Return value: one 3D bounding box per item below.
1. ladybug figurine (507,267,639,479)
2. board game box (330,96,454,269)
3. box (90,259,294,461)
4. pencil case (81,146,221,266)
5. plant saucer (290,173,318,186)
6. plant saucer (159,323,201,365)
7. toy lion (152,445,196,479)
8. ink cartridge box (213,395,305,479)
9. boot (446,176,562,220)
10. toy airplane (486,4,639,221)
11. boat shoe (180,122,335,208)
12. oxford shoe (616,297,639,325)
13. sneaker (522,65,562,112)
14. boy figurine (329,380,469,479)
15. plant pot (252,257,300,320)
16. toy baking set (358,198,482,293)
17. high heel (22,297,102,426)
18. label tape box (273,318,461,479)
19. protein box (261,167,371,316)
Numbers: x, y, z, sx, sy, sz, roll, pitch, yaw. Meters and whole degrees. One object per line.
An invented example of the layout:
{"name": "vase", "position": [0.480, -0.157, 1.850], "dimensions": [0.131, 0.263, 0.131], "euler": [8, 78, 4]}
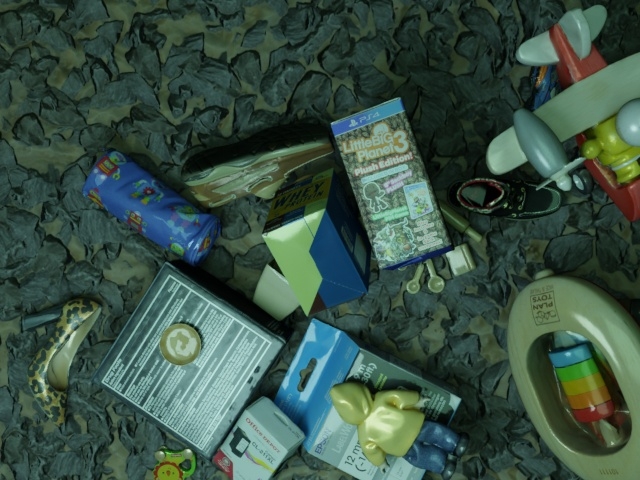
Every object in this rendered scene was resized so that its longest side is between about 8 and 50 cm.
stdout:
{"name": "ladybug figurine", "position": [0.535, 0.260, 1.587], "dimensions": [0.305, 0.162, 0.449], "euler": [-19, 90, 48]}
{"name": "board game box", "position": [0.148, -0.099, 1.582], "dimensions": [0.141, 0.232, 0.291], "euler": [-19, 84, 9]}
{"name": "box", "position": [-0.258, 0.237, 1.681], "dimensions": [0.294, 0.183, 0.296], "euler": [34, 94, 2]}
{"name": "pencil case", "position": [-0.351, -0.071, 1.701], "dimensions": [0.306, 0.133, 0.119], "euler": [33, 138, 7]}
{"name": "plant saucer", "position": [-0.031, -0.113, 1.696], "dimensions": [0.083, 0.083, 0.013], "euler": [-30, 64, 6]}
{"name": "plant saucer", "position": [-0.274, 0.204, 1.584], "dimensions": [0.083, 0.015, 0.083], "euler": [0, 92, 6]}
{"name": "toy lion", "position": [-0.322, 0.501, 1.779], "dimensions": [0.100, 0.034, 0.096], "euler": [-6, 99, 5]}
{"name": "ink cartridge box", "position": [-0.130, 0.435, 1.691], "dimensions": [0.127, 0.072, 0.175], "euler": [41, 122, 17]}
{"name": "boot", "position": [0.374, -0.083, 1.607], "dimensions": [0.236, 0.178, 0.085], "euler": [5, 93, 6]}
{"name": "toy airplane", "position": [0.535, -0.252, 1.488], "dimensions": [0.384, 0.272, 0.386], "euler": [17, 100, -15]}
{"name": "boat shoe", "position": [-0.125, -0.153, 1.693], "dimensions": [0.324, 0.123, 0.120], "euler": [-14, 122, 8]}
{"name": "oxford shoe", "position": [0.623, 0.228, 1.662], "dimensions": [0.096, 0.083, 0.227], "euler": [0, 97, 31]}
{"name": "sneaker", "position": [0.464, -0.277, 1.641], "dimensions": [0.087, 0.083, 0.221], "euler": [11, 98, -4]}
{"name": "boy figurine", "position": [0.141, 0.370, 1.587], "dimensions": [0.285, 0.092, 0.177], "euler": [25, 95, 4]}
{"name": "plant pot", "position": [-0.081, 0.104, 1.701], "dimensions": [0.109, 0.109, 0.096], "euler": [36, 108, 2]}
{"name": "toy baking set", "position": [0.209, -0.001, 1.702], "dimensions": [0.256, 0.030, 0.197], "euler": [42, 96, 2]}
{"name": "high heel", "position": [-0.538, 0.260, 1.750], "dimensions": [0.186, 0.093, 0.261], "euler": [-17, 82, 12]}
{"name": "label tape box", "position": [0.084, 0.352, 1.691], "dimensions": [0.347, 0.115, 0.249], "euler": [26, 95, 2]}
{"name": "protein box", "position": [0.000, 0.000, 1.599], "dimensions": [0.136, 0.201, 0.200], "euler": [-21, 113, 15]}
